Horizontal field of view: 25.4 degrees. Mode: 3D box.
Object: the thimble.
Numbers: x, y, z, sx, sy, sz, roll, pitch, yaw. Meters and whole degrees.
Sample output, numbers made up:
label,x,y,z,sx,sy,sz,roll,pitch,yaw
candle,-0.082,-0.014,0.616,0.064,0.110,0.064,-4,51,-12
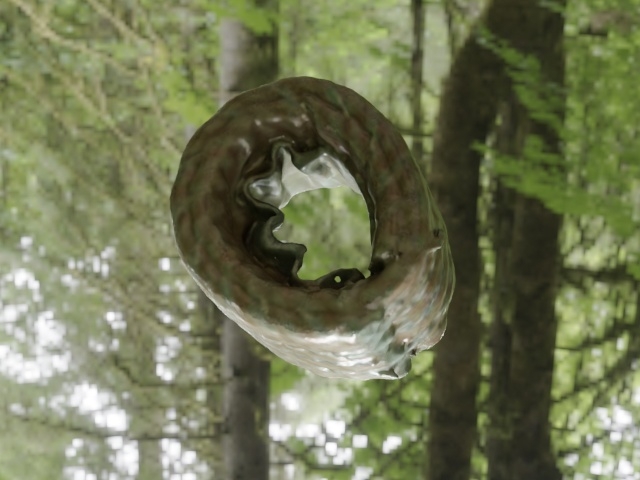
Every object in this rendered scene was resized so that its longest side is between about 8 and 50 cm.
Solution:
label,x,y,z,sx,sy,sz,roll,pitch,yaw
thimble,0.001,-0.007,1.115,0.229,0.196,0.148,35,172,28
